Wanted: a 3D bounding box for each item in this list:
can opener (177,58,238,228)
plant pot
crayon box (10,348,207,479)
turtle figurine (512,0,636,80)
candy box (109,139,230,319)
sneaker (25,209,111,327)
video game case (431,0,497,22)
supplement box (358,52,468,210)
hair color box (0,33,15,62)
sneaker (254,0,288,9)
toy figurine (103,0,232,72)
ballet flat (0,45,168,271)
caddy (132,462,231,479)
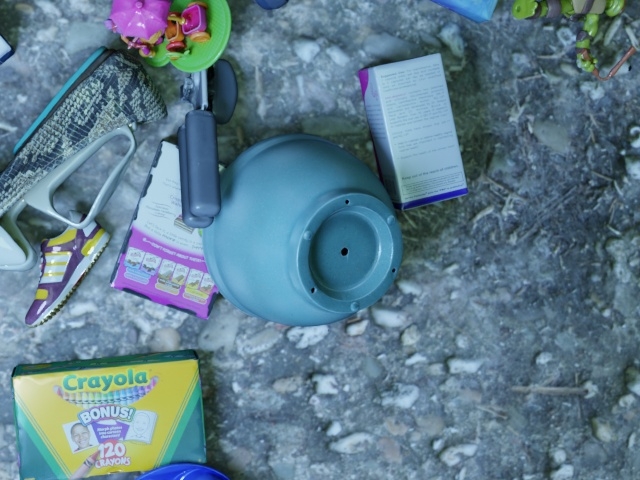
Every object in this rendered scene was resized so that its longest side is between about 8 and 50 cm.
[{"bbox_3d":[-0.157,-0.152,1.741,0.095,0.076,0.284,5,63,-22],"label":"can opener"},{"bbox_3d":[0.000,0.000,1.742,0.293,0.196,0.293,-7,104,-28],"label":"plant pot"},{"bbox_3d":[-0.318,0.264,1.806,0.278,0.081,0.165,-5,97,-10],"label":"crayon box"},{"bbox_3d":[0.406,-0.398,1.874,0.217,0.087,0.270,6,101,-28],"label":"turtle figurine"},{"bbox_3d":[-0.206,-0.017,1.804,0.159,0.071,0.233,21,92,-12],"label":"candy box"},{"bbox_3d":[-0.396,0.042,1.782,0.084,0.069,0.185,37,82,-3],"label":"sneaker"},{"bbox_3d":[0.184,-0.502,1.837,0.269,0.061,0.244,22,92,-12],"label":"video game case"},{"bbox_3d":[0.140,-0.168,1.836,0.113,0.111,0.220,-15,99,-9],"label":"supplement box"},{"bbox_3d":[-0.623,-0.225,1.685,0.347,0.105,0.174,-40,101,-5],"label":"hair color box"},{"bbox_3d":[-0.195,-0.428,1.761,0.319,0.112,0.131,40,104,-9],"label":"sneaker"},{"bbox_3d":[-0.241,-0.311,1.689,0.173,0.159,0.130,-13,78,34],"label":"toy figurine"},{"bbox_3d":[-0.415,-0.072,1.712,0.483,0.164,0.182,-42,97,-7],"label":"ballet flat"},{"bbox_3d":[-0.211,0.504,1.800,0.241,0.179,0.341,-9,113,-24],"label":"caddy"}]
